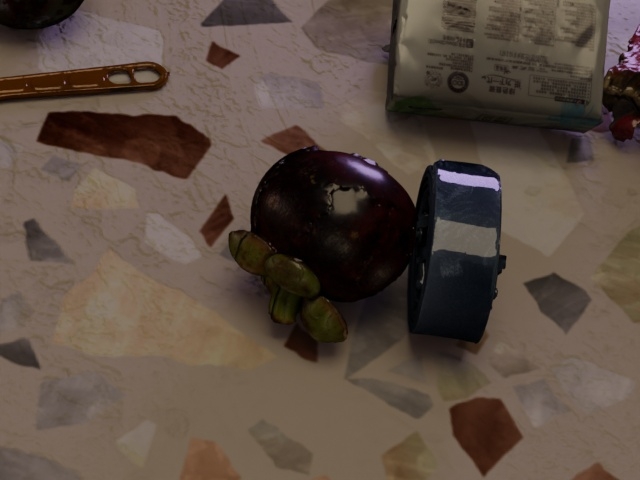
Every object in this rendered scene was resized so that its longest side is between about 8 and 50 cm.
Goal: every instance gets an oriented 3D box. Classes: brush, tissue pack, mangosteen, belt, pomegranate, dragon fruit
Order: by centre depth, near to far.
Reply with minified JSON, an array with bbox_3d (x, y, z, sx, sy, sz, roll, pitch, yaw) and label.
[{"bbox_3d":[0.000,0.000,1.577,0.166,0.166,0.180,29,75,15],"label":"mangosteen"},{"bbox_3d":[0.131,0.008,1.595,0.082,0.141,0.190,9,45,-5],"label":"belt"},{"bbox_3d":[-0.312,-0.163,1.750,0.314,0.017,0.090,-7,50,-17],"label":"brush"},{"bbox_3d":[-0.322,-0.308,1.798,0.148,0.148,0.169,-12,41,-20],"label":"pomegranate"},{"bbox_3d":[0.187,-0.203,1.814,0.229,0.145,0.159,6,81,-5],"label":"tissue pack"},{"bbox_3d":[0.408,-0.165,1.824,0.211,0.134,0.262,-7,34,-1],"label":"dragon fruit"}]
